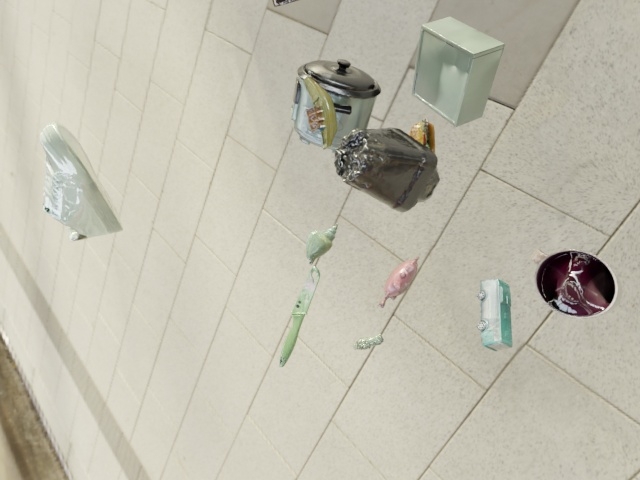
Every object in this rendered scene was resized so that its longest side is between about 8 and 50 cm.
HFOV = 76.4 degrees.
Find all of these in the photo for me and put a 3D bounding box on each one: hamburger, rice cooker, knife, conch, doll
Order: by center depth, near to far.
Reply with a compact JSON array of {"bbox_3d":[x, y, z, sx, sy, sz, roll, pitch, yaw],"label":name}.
[{"bbox_3d":[-0.043,0.143,0.753,0.030,0.014,0.207,24,100,16],"label":"knife"},{"bbox_3d":[0.040,-0.400,1.169,0.281,0.241,0.227,-93,14,-50],"label":"rice cooker"},{"bbox_3d":[0.005,0.003,1.442,0.180,0.088,0.065,-52,31,-8],"label":"conch"},{"bbox_3d":[0.354,-0.345,1.444,0.087,0.137,0.166,0,80,0],"label":"hamburger"},{"bbox_3d":[0.327,0.171,1.691,0.093,0.211,0.262,36,86,14],"label":"doll"}]

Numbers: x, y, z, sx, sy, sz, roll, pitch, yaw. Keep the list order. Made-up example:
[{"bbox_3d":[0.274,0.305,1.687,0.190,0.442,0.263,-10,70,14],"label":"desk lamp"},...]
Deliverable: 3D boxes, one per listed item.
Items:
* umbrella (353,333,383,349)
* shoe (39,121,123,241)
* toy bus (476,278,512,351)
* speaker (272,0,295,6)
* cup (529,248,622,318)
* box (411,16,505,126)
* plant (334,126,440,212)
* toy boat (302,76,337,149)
[{"bbox_3d":[0.213,0.458,1.820,0.143,0.067,0.062,-20,96,11],"label":"umbrella"},{"bbox_3d":[-0.450,-0.085,0.728,0.095,0.110,0.265,57,162,30],"label":"shoe"},{"bbox_3d":[0.635,0.266,1.482,0.109,0.091,0.262,-30,42,51],"label":"toy bus"},{"bbox_3d":[-0.066,-0.720,0.969,0.192,0.153,0.231,-10,132,10],"label":"speaker"},{"bbox_3d":[0.829,0.144,1.352,0.288,0.273,0.209,11,89,43],"label":"cup"},{"bbox_3d":[0.402,-0.509,1.226,0.225,0.117,0.225,54,159,35],"label":"box"},{"bbox_3d":[0.151,-0.153,0.854,0.164,0.255,0.142,49,119,39],"label":"plant"},{"bbox_3d":[-0.003,-0.308,0.983,0.065,0.066,0.172,-176,70,-72],"label":"toy boat"}]
